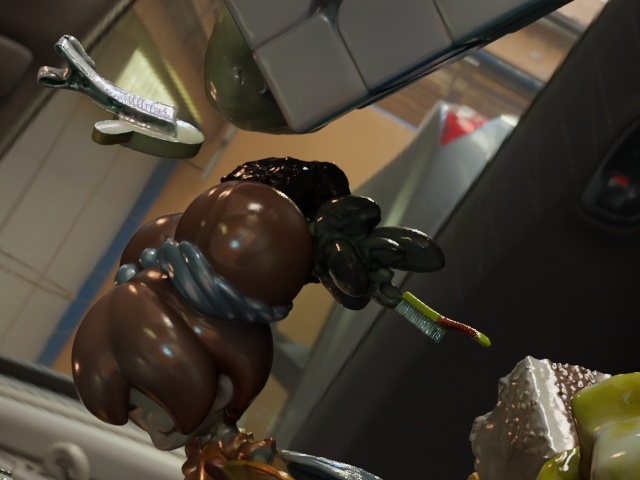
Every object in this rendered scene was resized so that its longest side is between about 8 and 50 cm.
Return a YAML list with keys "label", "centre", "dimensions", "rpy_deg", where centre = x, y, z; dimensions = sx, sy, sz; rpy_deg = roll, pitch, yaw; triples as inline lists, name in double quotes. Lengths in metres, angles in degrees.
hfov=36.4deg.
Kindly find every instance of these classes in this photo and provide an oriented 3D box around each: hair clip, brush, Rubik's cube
- label: "hair clip"
  centre: [-0.243, -0.160, 1.206]
  dimensions: [0.071, 0.219, 0.159]
  rpy_deg: [-52, 23, 23]
- label: "brush"
  centre: [0.082, 0.059, 0.656]
  dimensions: [0.083, 0.019, 0.021]
  rpy_deg: [28, 82, 50]
- label: "Rubik's cube"
  centre: [0.070, -0.316, 1.023]
  dimensions: [0.290, 0.291, 0.292]
  rpy_deg: [-25, 5, 25]

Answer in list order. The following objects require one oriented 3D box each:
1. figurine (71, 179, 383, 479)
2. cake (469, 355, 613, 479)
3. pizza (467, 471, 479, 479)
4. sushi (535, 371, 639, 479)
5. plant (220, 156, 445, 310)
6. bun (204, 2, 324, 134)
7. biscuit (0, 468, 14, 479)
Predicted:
- label: "figurine"
  centre: [-0.079, 0.160, 0.932]
  dimensions: [0.248, 0.388, 0.277]
  rpy_deg: [-36, 8, -33]
- label: "cake"
  centre: [0.230, 0.201, 0.902]
  dimensions: [0.134, 0.147, 0.135]
  rpy_deg: [-100, 30, -47]
- label: "pizza"
  centre: [0.260, 0.343, 1.219]
  dimensions: [0.161, 0.062, 0.182]
  rpy_deg: [-26, 28, -15]
- label: "sushi"
  centre: [0.273, 0.167, 0.426]
  dimensions: [0.328, 0.329, 0.285]
  rpy_deg: [-48, 1, -15]
- label: "plant"
  centre: [-0.002, 0.000, 1.065]
  dimensions: [0.146, 0.275, 0.149]
  rpy_deg: [-29, -57, -29]
- label: "bun"
  centre: [-0.039, -0.269, 1.430]
  dimensions: [0.273, 0.168, 0.272]
  rpy_deg: [-26, -44, -28]
- label: "biscuit"
  centre: [-0.482, 0.372, 1.159]
  dimensions: [0.046, 0.147, 0.249]
  rpy_deg: [132, 162, -80]
